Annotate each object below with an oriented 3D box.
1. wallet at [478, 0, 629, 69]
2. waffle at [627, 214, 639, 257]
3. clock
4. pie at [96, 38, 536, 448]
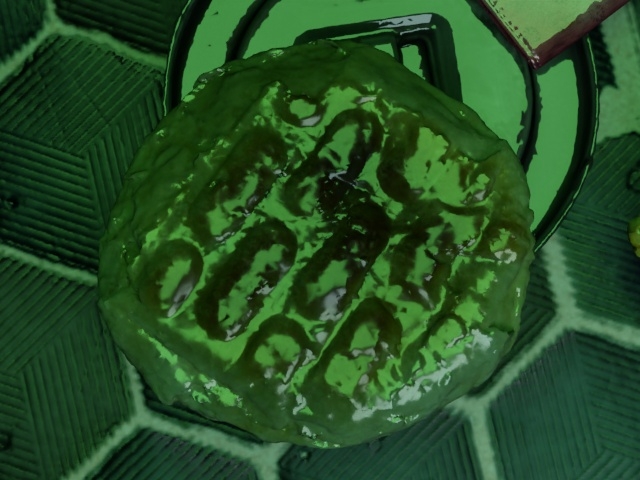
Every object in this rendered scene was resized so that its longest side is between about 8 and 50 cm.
[{"bbox_3d":[0.208,-0.236,0.903,0.232,0.025,0.119,-38,88,1],"label":"wallet"},{"bbox_3d":[0.356,0.037,0.867,0.291,0.291,0.051,24,49,2],"label":"waffle"},{"bbox_3d":[0.043,-0.100,0.941,0.319,0.066,0.318,0,86,-1],"label":"clock"},{"bbox_3d":[0.000,0.000,0.868,0.306,0.071,0.306,0,85,-1],"label":"pie"}]
